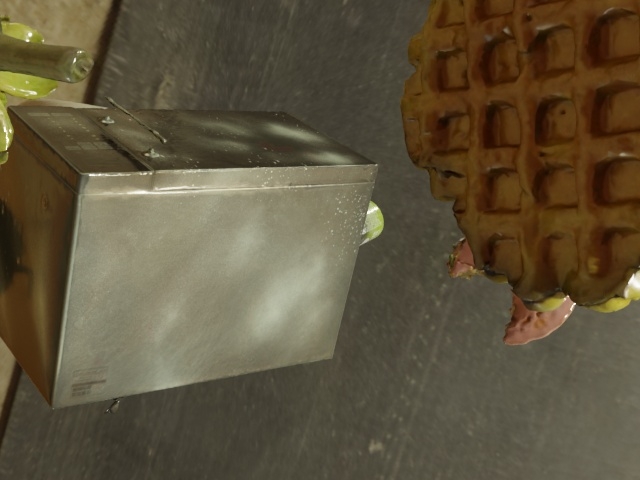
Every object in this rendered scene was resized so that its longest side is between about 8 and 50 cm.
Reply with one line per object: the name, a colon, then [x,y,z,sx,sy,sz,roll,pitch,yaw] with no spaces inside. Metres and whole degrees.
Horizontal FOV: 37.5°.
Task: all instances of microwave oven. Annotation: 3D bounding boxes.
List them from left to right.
microwave oven: [-0.185,0.011,1.266,0.432,0.236,0.374,-4,116,-38]

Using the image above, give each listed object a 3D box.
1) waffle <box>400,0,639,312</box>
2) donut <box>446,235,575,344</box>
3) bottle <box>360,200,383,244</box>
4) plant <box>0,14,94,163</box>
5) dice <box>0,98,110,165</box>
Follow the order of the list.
waffle: [0.164,-0.104,0.580,0.058,0.301,0.281,-5,68,-42]
donut: [0.350,0.062,1.656,0.199,0.085,0.233,-36,68,2]
bottle: [0.000,0.000,1.941,0.330,0.093,0.093,-25,100,-46]
plant: [-0.346,-0.152,0.781,0.261,0.297,0.306,-29,138,-10]
dice: [-0.461,-0.127,1.888,0.304,0.304,0.276,11,91,-45]
